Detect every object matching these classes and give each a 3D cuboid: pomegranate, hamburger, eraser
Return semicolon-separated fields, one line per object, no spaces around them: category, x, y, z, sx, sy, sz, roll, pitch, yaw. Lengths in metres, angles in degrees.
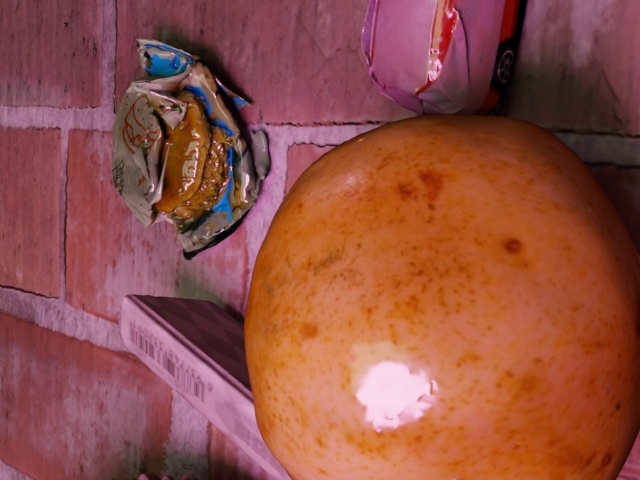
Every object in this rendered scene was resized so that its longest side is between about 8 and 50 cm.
pomegranate;0.103;0.092;0.795;0.416;0.416;0.417;4;97;38
hamburger;-0.210;-0.119;1.186;0.276;0.150;0.261;48;122;24
eraser;-0.065;0.203;1.073;0.396;0.213;0.082;33;103;31

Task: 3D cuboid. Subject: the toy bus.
toy bus;0.138;-0.278;0.907;0.127;0.147;0.303;18;104;41

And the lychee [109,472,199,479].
lychee;-0.228;0.495;1.136;0.432;0.380;0.380;-36;72;15
